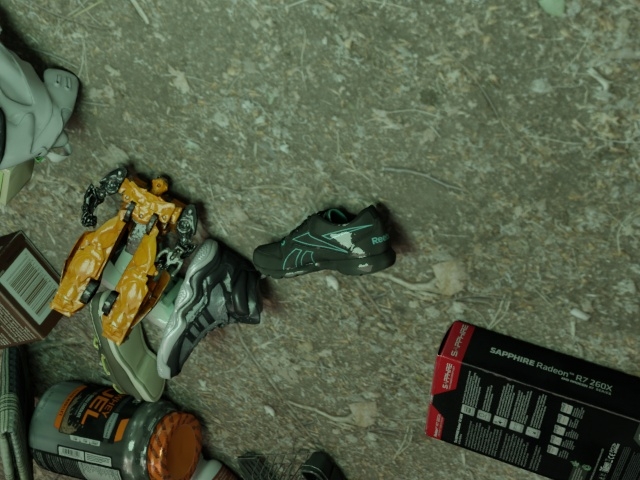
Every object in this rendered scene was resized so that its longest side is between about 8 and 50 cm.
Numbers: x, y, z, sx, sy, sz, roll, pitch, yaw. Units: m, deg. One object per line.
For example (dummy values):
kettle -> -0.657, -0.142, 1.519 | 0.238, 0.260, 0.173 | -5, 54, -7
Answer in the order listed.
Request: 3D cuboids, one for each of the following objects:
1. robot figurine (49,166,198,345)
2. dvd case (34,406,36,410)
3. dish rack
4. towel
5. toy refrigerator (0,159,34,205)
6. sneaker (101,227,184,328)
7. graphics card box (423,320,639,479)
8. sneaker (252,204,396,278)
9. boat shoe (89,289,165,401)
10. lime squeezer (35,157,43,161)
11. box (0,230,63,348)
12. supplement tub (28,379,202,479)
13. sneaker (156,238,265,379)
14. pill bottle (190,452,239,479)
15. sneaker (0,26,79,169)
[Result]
robot figurine -> -0.335, 0.019, 1.734 | 0.211, 0.085, 0.291 | 29, 94, 0
dvd case -> -0.571, 0.484, 2.443 | 0.179, 0.029, 0.239 | -13, 123, 37
dish rack -> -0.056, 0.536, 2.169 | 0.271, 0.074, 0.208 | -10, 124, 36
towel -> -0.670, 0.382, 2.213 | 0.056, 0.312, 0.324 | -5, 136, -11
toy refrigerator -> -0.654, -0.180, 1.808 | 0.269, 0.094, 0.102 | 30, 138, 0
sneaker -> -0.291, 0.066, 1.839 | 0.256, 0.094, 0.151 | 29, 135, 0
graphics card box -> 0.369, 0.288, 1.678 | 0.371, 0.094, 0.233 | 17, 136, 16
sneaker -> 0.000, 0.000, 1.631 | 0.267, 0.101, 0.106 | -5, 105, 33
boat shoe -> -0.406, 0.215, 2.034 | 0.091, 0.109, 0.305 | 2, 135, 21
lime squeezer -> -0.590, -0.247, 1.710 | 0.059, 0.110, 0.310 | -40, 105, 3
box -> -0.708, 0.124, 2.098 | 0.381, 0.143, 0.191 | -14, 122, 36
supplement tub -> -0.441, 0.426, 2.181 | 0.338, 0.207, 0.207 | 6, 132, 24
sneaker -> -0.187, 0.142, 1.785 | 0.153, 0.101, 0.268 | 21, 102, -4
pill bottle -> -0.235, 0.570, 2.258 | 0.216, 0.121, 0.121 | 45, 137, -2
sneaker -> -0.523, -0.278, 1.617 | 0.137, 0.210, 0.366 | -22, 82, 41
